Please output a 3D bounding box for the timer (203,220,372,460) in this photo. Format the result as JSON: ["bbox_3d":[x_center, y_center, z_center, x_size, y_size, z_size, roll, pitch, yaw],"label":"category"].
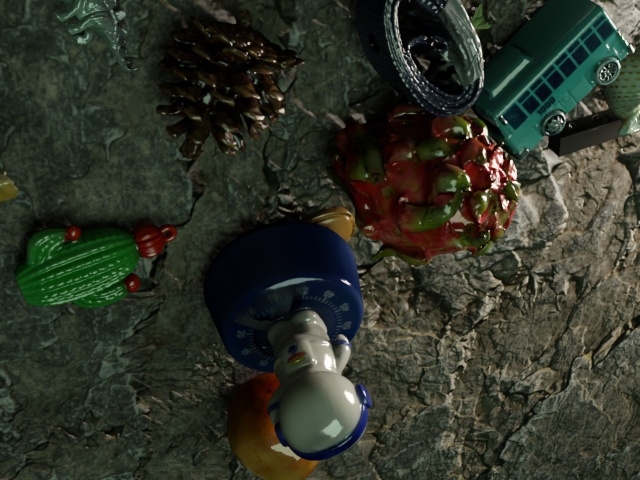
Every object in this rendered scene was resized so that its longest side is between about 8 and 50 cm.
[{"bbox_3d":[-0.029,0.184,1.462,0.271,0.383,0.270,-9,135,-10],"label":"timer"}]

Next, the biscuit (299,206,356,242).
[{"bbox_3d":[0.001,0.001,1.593,0.140,0.023,0.118,-29,132,-3],"label":"biscuit"}]

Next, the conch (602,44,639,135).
[{"bbox_3d":[0.555,-0.273,1.599,0.135,0.102,0.153,-13,142,-27],"label":"conch"}]

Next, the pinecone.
[{"bbox_3d":[-0.137,-0.208,1.267,0.186,0.168,0.212,24,129,-4],"label":"pinecone"}]

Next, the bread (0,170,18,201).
[{"bbox_3d":[-0.486,-0.161,1.132,0.224,0.183,0.211,6,117,-31],"label":"bread"}]

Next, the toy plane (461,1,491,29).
[{"bbox_3d":[0.218,-0.325,1.434,0.111,0.040,0.102,-32,131,1],"label":"toy plane"}]

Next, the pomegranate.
[{"bbox_3d":[-0.078,0.348,1.702,0.209,0.209,0.209,-13,130,-16],"label":"pomegranate"}]

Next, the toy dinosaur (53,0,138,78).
[{"bbox_3d":[-0.298,-0.291,1.212,0.082,0.039,0.209,-34,133,-1],"label":"toy dinosaur"}]

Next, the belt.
[{"bbox_3d":[0.144,-0.294,1.346,0.140,0.126,0.230,-40,121,-6],"label":"belt"}]

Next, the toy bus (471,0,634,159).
[{"bbox_3d":[0.361,-0.274,1.487,0.256,0.128,0.147,-45,129,9],"label":"toy bus"}]

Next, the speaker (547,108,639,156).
[{"bbox_3d":[0.511,-0.206,1.669,0.191,0.040,0.046,-18,133,-13],"label":"speaker"}]

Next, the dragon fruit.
[{"bbox_3d":[0.164,-0.094,1.445,0.231,0.303,0.237,-46,161,-43],"label":"dragon fruit"}]

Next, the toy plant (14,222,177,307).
[{"bbox_3d":[-0.349,0.040,1.412,0.240,0.088,0.154,-1,124,-30],"label":"toy plant"}]
